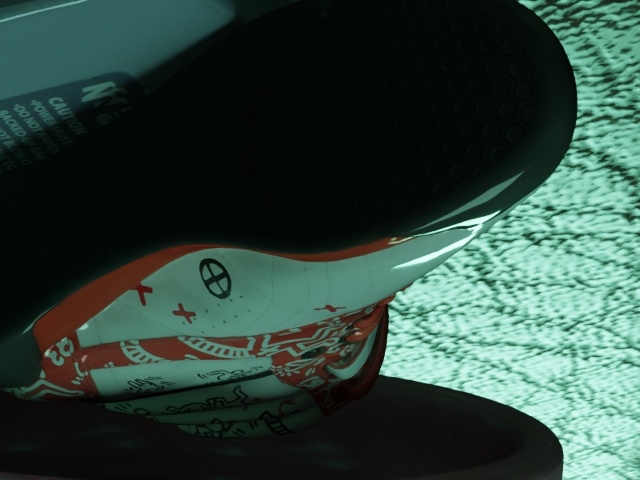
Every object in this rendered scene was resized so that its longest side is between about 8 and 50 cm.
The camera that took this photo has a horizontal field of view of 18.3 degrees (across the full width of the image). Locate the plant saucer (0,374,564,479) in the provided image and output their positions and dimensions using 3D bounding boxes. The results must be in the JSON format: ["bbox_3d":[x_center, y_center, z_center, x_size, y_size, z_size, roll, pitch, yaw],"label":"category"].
[{"bbox_3d":[-0.066,0.110,0.837,0.332,0.084,0.332,4,-175,0],"label":"plant saucer"}]

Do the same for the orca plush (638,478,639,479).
[{"bbox_3d":[0.269,0.163,1.185,0.151,0.102,0.287,-8,154,3],"label":"orca plush"}]

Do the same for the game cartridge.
[{"bbox_3d":[-0.076,-0.031,0.761,0.196,0.060,0.294,-9,155,12],"label":"game cartridge"}]

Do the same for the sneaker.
[{"bbox_3d":[-0.001,-0.001,0.685,0.270,0.090,0.145,-21,152,34],"label":"sneaker"}]
